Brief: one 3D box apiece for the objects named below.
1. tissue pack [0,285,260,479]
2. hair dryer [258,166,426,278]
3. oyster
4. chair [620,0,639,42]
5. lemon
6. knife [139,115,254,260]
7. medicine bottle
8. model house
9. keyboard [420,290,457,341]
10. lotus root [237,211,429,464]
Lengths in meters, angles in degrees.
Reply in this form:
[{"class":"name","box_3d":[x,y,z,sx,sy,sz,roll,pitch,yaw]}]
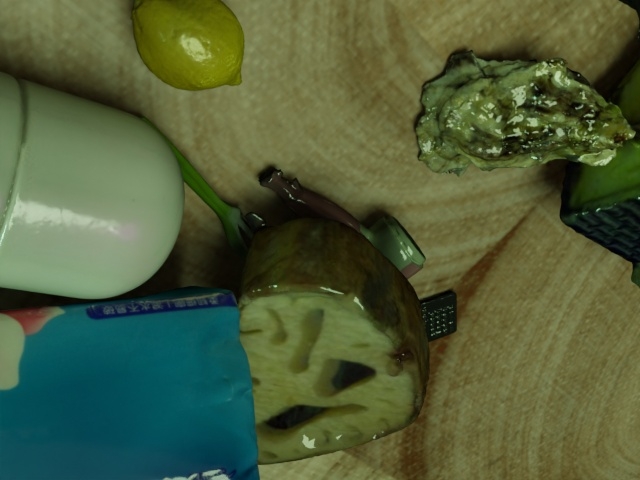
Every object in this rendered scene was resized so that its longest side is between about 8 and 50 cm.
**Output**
[{"class":"tissue pack","box_3d":[-0.182,0.144,0.590,0.270,0.137,0.209,-4,90,-28]},{"class":"hair dryer","box_3d":[0.004,-0.006,0.714,0.106,0.054,0.154,-35,120,10]},{"class":"oyster","box_3d":[0.157,-0.099,0.693,0.166,0.053,0.108,-6,114,4]},{"class":"chair","box_3d":[0.201,-0.257,0.584,0.106,0.113,0.229,-38,133,1]},{"class":"lemon","box_3d":[-0.082,-0.128,0.571,0.065,0.065,0.092,-45,129,10]},{"class":"knife","box_3d":[-0.081,-0.028,0.666,0.026,0.022,0.184,-54,132,-17]},{"class":"medicine bottle","box_3d":[-0.241,-0.047,0.508,0.341,0.130,0.130,13,116,-30]},{"class":"model house","box_3d":[0.316,-0.047,0.742,0.194,0.170,0.211,22,112,-37]},{"class":"keyboard","box_3d":[0.057,0.088,0.818,0.155,0.010,0.053,-18,127,-13]},{"class":"lotus root","box_3d":[0.003,0.095,0.711,0.170,0.074,0.260,1,133,5]}]
